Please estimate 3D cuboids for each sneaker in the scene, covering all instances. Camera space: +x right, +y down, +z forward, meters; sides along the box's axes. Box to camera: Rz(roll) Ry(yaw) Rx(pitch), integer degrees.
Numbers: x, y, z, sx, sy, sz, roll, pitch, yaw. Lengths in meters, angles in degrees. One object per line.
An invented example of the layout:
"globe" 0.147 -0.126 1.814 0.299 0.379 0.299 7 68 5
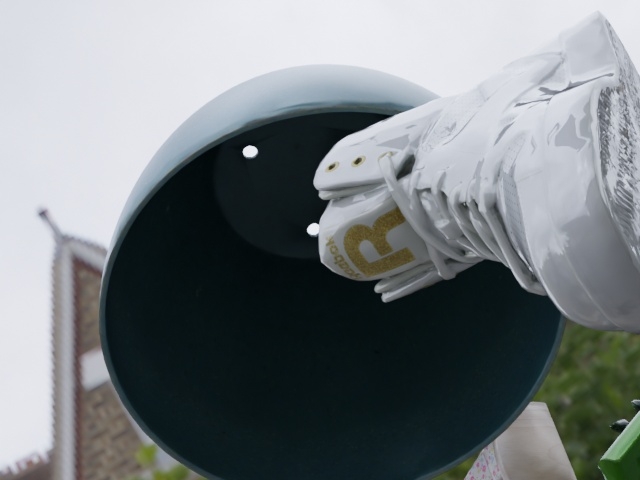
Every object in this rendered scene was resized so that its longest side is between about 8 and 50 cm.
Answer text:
"sneaker" 0.077 -0.006 0.771 0.169 0.108 0.292 -26 13 15

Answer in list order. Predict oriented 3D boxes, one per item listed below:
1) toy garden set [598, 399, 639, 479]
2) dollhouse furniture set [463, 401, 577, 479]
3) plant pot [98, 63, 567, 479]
"toy garden set" 0.233 0.245 1.225 0.204 0.049 0.244 -43 -57 -34
"dollhouse furniture set" 0.076 0.265 1.527 0.174 0.355 0.303 6 -48 -25
"plant pot" 0.000 0.000 1.119 0.290 0.195 0.290 -3 -60 -5
